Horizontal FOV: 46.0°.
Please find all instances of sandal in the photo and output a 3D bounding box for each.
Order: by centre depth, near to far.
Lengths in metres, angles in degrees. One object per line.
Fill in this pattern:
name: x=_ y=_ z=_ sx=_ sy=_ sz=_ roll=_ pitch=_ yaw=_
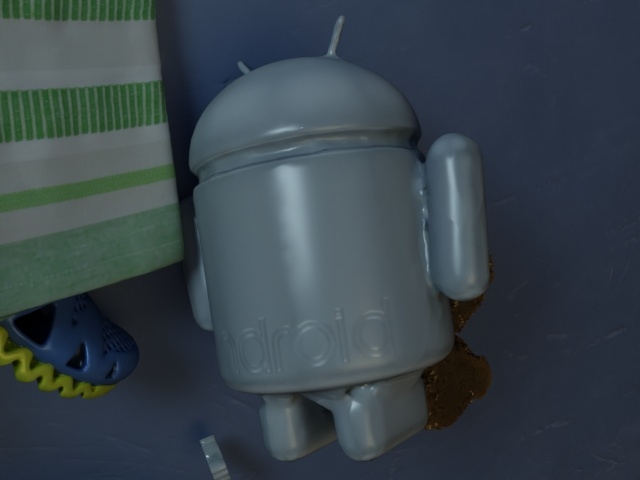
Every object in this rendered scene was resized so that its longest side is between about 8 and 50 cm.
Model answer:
sandal: x=-0.244 y=0.010 z=0.591 sx=0.138 sy=0.126 sz=0.317 roll=-47 pitch=131 yaw=-10

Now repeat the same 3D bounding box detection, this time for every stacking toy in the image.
stacking toy: x=-0.171 y=0.322 z=0.835 sx=0.167 sy=0.052 sz=0.221 roll=-20 pitch=130 yaw=-14

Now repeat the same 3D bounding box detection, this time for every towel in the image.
towel: x=-0.197 y=-0.114 z=0.525 sx=0.248 sy=0.038 sz=0.324 roll=-22 pitch=112 yaw=-53

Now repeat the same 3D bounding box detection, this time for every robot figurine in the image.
robot figurine: x=0.000 y=0.000 z=0.640 sx=0.200 sy=0.300 sz=0.353 roll=-2 pitch=82 yaw=-63

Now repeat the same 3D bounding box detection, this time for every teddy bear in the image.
teddy bear: x=0.080 y=0.060 z=0.853 sx=0.245 sy=0.113 sz=0.338 roll=-49 pitch=122 yaw=-13
